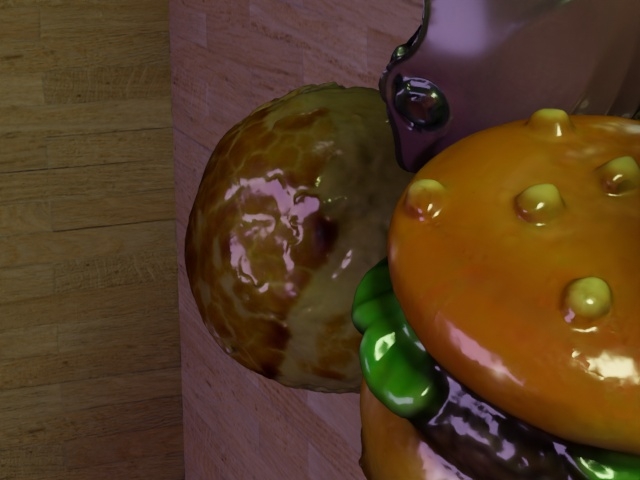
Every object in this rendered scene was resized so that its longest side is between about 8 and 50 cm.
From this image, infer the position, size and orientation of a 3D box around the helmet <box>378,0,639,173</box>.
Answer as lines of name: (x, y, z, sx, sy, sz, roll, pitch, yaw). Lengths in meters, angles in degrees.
helmet: (0.206, -0.175, 1.392, 0.197, 0.271, 0.338, 28, 127, 28)

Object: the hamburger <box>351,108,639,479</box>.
hamburger: (0.233, 0.071, 1.218, 0.395, 0.396, 0.277, -118, 29, -46)

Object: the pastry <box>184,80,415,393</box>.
pastry: (0.000, 0.000, 1.887, 0.388, 0.313, 0.388, 170, 90, -67)
